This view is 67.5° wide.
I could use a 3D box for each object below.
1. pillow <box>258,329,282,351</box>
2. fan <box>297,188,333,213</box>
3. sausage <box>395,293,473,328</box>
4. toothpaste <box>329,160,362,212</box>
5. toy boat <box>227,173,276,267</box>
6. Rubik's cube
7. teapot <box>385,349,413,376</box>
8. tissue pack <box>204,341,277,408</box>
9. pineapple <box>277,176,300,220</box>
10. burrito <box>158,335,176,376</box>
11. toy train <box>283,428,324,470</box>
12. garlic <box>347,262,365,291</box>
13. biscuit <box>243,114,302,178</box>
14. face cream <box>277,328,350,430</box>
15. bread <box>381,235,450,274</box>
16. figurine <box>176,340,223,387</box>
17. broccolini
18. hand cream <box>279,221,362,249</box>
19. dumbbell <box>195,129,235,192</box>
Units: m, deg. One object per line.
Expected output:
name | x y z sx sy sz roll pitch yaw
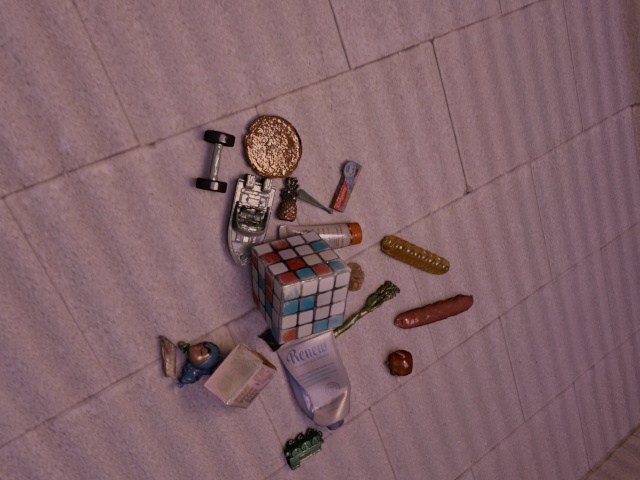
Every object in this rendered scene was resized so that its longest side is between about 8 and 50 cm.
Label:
pillow | -0.144 0.343 1.766 0.150 0.048 0.090 -37 96 9
fan | -0.015 -0.138 1.753 0.193 0.016 0.038 27 67 -45
sausage | 0.514 0.309 2.098 0.433 0.088 0.087 -13 105 -25
toothpaste | 0.087 -0.207 1.808 0.070 0.044 0.193 23 88 -27
toy boat | -0.243 -0.063 1.634 0.141 0.092 0.319 10 95 -26
Rubik's cube | -0.074 0.154 1.630 0.256 0.253 0.259 -14 129 -25
teapot | 0.330 0.523 2.035 0.116 0.116 0.173 -17 133 -24
tissue pack | -0.264 0.465 1.640 0.185 0.124 0.225 -51 159 -12
pineapple | -0.109 -0.148 1.707 0.074 0.074 0.159 10 86 -28
burrito | -0.508 0.388 1.606 0.055 0.041 0.149 -3 101 -13
toy train | -0.064 0.823 1.901 0.170 0.071 0.111 -20 117 -24
garlic | 0.133 0.144 1.876 0.074 0.094 0.113 9 89 -69
biscuit | -0.165 -0.321 1.658 0.226 0.042 0.225 -6 103 -26
face cream | -0.004 0.541 1.859 0.235 0.137 0.420 -20 100 -8
bread | 0.402 0.067 2.003 0.368 0.084 0.077 22 46 -30
figurine | -0.429 0.411 1.619 0.178 0.114 0.144 -48 118 -3
broccolini | 0.160 0.303 1.938 0.392 0.079 0.074 -36 124 -10
hand cream | 0.000 0.000 1.778 0.314 0.089 0.139 -6 107 -22
dumbbell | -0.339 -0.254 1.548 0.100 0.100 0.191 9 94 -28
